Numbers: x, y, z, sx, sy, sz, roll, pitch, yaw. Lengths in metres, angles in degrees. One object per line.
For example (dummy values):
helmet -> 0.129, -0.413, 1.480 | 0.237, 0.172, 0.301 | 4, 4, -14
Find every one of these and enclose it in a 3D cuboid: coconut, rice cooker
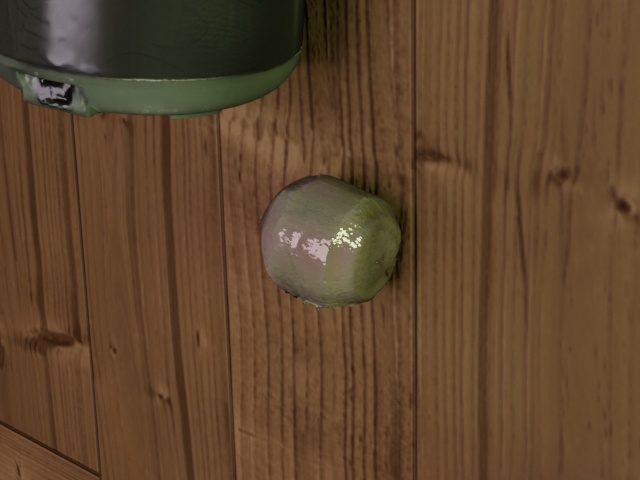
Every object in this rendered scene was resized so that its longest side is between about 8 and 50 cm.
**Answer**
coconut -> 0.000, 0.000, 1.105 | 0.124, 0.110, 0.110 | 22, 118, 33
rice cooker -> -0.146, -0.258, 1.048 | 0.288, 0.288, 0.277 | 24, 121, 40
